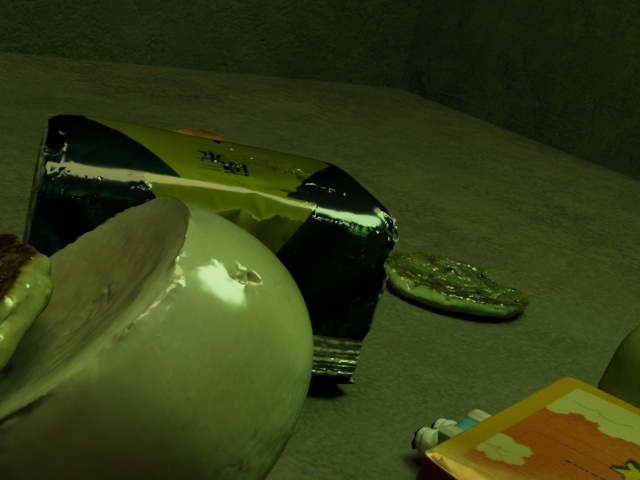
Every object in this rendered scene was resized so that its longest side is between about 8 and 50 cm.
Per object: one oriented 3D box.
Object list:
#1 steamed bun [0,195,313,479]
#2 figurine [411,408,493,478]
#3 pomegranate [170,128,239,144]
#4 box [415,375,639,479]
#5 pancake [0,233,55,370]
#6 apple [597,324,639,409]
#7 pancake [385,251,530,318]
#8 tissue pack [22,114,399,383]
[{"bbox_3d":[-0.152,0.126,0.812,0.206,0.324,0.324,54,2,-23],"label":"steamed bun"},{"bbox_3d":[0.194,0.235,1.046,0.137,0.112,0.229,-9,18,-40],"label":"figurine"},{"bbox_3d":[-0.181,-0.072,1.524,0.215,0.215,0.215,12,17,-4],"label":"pomegranate"},{"bbox_3d":[0.174,0.274,0.597,0.259,0.283,0.214,26,22,34],"label":"box"},{"bbox_3d":[-0.345,0.111,0.778,0.356,0.065,0.356,-27,25,14],"label":"pancake"},{"bbox_3d":[0.445,0.196,1.115,0.279,0.279,0.279,12,17,-4],"label":"apple"},{"bbox_3d":[0.220,0.073,1.679,0.254,0.037,0.253,12,17,-4],"label":"pancake"},{"bbox_3d":[-0.147,0.013,1.230,0.417,0.253,0.264,10,18,-16],"label":"tissue pack"}]
